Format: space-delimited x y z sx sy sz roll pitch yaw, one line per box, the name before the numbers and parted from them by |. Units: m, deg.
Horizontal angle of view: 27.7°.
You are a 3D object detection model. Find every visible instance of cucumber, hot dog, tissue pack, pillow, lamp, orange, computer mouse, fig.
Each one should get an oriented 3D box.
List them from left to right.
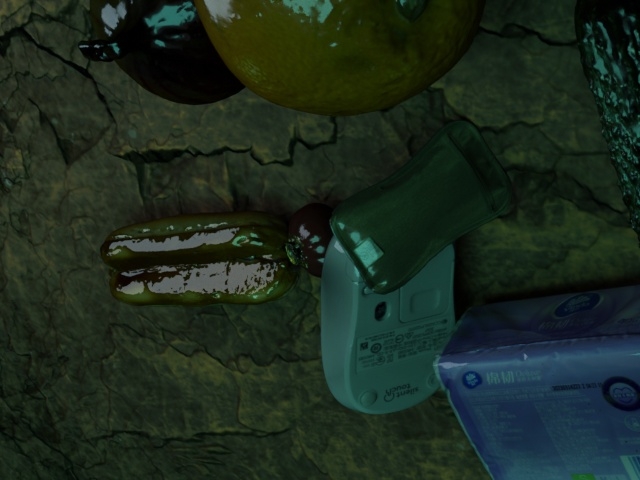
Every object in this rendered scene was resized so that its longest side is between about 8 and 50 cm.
fig | -0.156 -0.267 1.512 0.235 0.214 0.235 2 115 4
hot dog | -0.175 0.025 1.807 0.337 0.100 0.135 -6 111 34
lamp | 0.000 0.000 1.681 0.101 0.090 0.101 55 161 29
orange | 0.022 -0.275 1.315 0.312 0.312 0.312 17 130 21
computer mouse | 0.079 0.075 1.632 0.121 0.184 0.297 47 149 49
pillow | 0.121 -0.037 1.512 0.130 0.217 0.033 55 167 -14
tissue pack | 0.336 0.184 1.554 0.338 0.160 0.242 -9 118 38
cucumber | 0.348 -0.116 1.372 0.096 0.096 0.359 -5 119 35
